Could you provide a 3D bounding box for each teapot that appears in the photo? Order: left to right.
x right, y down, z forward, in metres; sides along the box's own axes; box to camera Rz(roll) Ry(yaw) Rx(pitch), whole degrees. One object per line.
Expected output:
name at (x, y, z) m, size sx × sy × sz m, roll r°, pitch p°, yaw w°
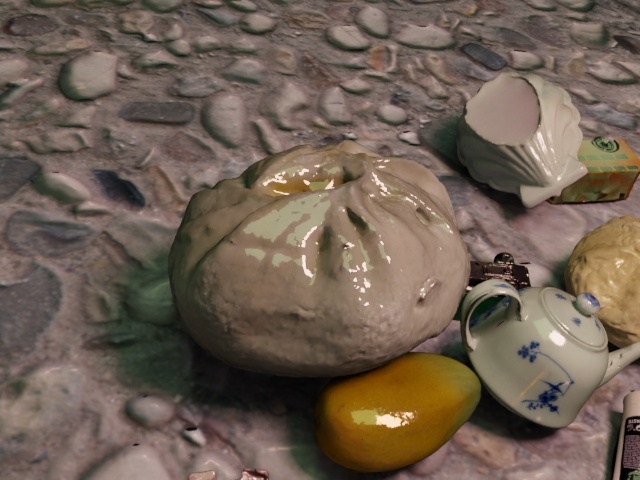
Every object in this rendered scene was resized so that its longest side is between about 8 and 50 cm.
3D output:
teapot at (0.253, 0.111, 0.876) m, size 0.232 × 0.159 × 0.159 m, roll 23°, pitch 36°, yaw -19°

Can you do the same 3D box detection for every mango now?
mango at (0.083, 0.177, 0.831) m, size 0.194 × 0.092 × 0.130 m, roll -11°, pitch 33°, yaw -19°

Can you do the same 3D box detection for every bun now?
bun at (-0.001, -0.003, 0.884) m, size 0.354 × 0.194 × 0.354 m, roll -3°, pitch 31°, yaw 2°
bun at (0.429, 0.047, 1.020) m, size 0.220 × 0.134 × 0.220 m, roll 3°, pitch 44°, yaw -3°

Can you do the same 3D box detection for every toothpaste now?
toothpaste at (0.341, 0.250, 0.840) m, size 0.071 × 0.045 × 0.193 m, roll 10°, pitch 45°, yaw 14°

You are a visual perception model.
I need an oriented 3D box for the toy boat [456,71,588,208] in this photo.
toy boat at (0.300, -0.177, 1.219) m, size 0.199 × 0.100 × 0.290 m, roll -36°, pitch 42°, yaw 14°

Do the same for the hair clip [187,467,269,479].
hair clip at (-0.100, 0.275, 0.725) m, size 0.187 × 0.056 × 0.146 m, roll 9°, pitch 38°, yaw -14°

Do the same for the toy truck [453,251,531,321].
toy truck at (0.196, 0.057, 1.007) m, size 0.147 × 0.079 × 0.065 m, roll 7°, pitch 41°, yaw -4°

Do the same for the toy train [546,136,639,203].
toy train at (0.428, -0.115, 1.259) m, size 0.188 × 0.072 × 0.099 m, roll -3°, pitch 41°, yaw -14°
